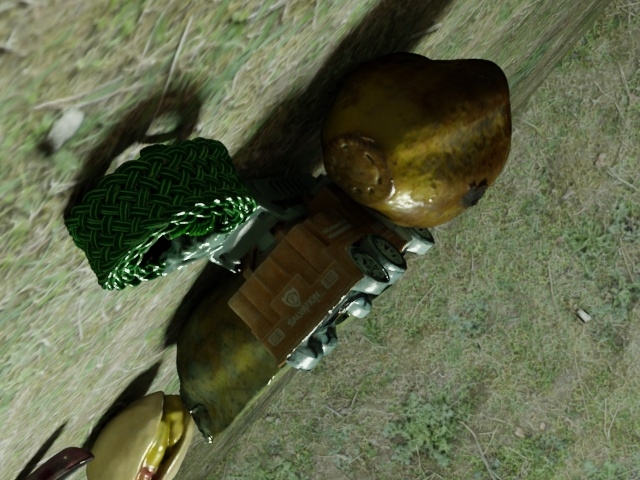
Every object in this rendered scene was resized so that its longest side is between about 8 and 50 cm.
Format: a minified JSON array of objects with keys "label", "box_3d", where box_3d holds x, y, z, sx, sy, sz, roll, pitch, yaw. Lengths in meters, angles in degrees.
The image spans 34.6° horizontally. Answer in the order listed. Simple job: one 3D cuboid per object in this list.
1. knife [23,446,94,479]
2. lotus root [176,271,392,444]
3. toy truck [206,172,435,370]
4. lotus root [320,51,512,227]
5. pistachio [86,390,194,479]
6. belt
[{"label":"knife","box_3d":[-0.367,0.336,1.204,0.278,0.053,0.123,-51,166,13]},{"label":"lotus root","box_3d":[-0.079,0.117,1.306,0.260,0.149,0.267,-43,172,29]},{"label":"toy truck","box_3d":[0.000,0.000,1.116,0.133,0.184,0.338,-48,174,20]},{"label":"lotus root","box_3d":[0.105,-0.107,1.101,0.193,0.193,0.291,-53,170,29]},{"label":"pistachio","box_3d":[-0.243,0.274,1.372,0.145,0.117,0.201,-101,-148,-51]},{"label":"belt","box_3d":[-0.120,-0.028,0.776,0.121,0.079,0.151,-42,165,36]}]
